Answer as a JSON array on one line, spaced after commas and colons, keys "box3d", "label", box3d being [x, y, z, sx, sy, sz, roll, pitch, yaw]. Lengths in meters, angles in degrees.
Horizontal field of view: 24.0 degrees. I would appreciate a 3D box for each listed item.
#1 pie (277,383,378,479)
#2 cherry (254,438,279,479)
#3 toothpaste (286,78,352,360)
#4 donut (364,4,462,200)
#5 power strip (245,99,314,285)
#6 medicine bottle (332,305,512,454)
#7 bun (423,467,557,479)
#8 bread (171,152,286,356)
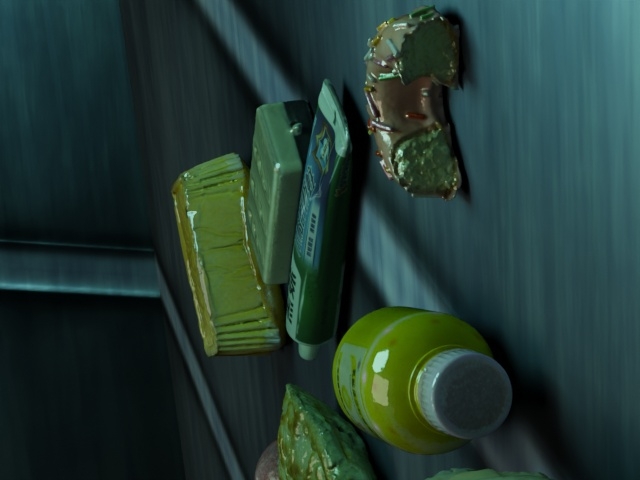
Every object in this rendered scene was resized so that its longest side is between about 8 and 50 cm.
[{"box3d": [0.010, 0.279, 1.775, 0.248, 0.090, 0.201, -137, 38, -61], "label": "pie"}, {"box3d": [-0.024, 0.284, 1.969, 0.107, 0.090, 0.225, -93, 23, -43], "label": "cherry"}, {"box3d": [0.000, 0.000, 1.672, 0.392, 0.061, 0.099, 96, 162, -44], "label": "toothpaste"}, {"box3d": [0.074, -0.122, 1.269, 0.117, 0.065, 0.166, -129, 33, -63], "label": "donut"}, {"box3d": [-0.044, -0.057, 1.800, 0.257, 0.070, 0.105, 101, 155, -54], "label": "power strip"}, {"box3d": [0.091, 0.119, 1.254, 0.212, 0.122, 0.122, -179, 79, -77], "label": "medicine bottle"}, {"box3d": [0.116, 0.338, 1.034, 0.326, 0.234, 0.362, 34, 102, 45], "label": "bun"}, {"box3d": [-0.129, 0.025, 2.104, 0.152, 0.119, 0.288, 151, 107, -73], "label": "bread"}]
